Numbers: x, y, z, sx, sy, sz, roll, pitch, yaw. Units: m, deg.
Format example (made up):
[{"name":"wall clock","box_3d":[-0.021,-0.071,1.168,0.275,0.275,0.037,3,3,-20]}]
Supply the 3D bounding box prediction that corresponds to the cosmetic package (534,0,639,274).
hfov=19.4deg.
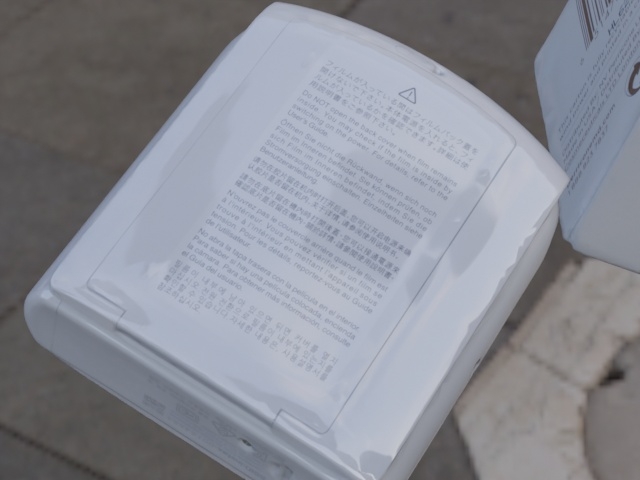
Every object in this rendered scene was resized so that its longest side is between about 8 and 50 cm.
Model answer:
[{"name":"cosmetic package","box_3d":[0.442,-0.143,1.629,0.393,0.329,0.327,18,32,-12]}]

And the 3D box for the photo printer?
[{"name":"photo printer","box_3d":[0.000,0.000,1.193,0.256,0.107,0.307,31,60,6]}]
